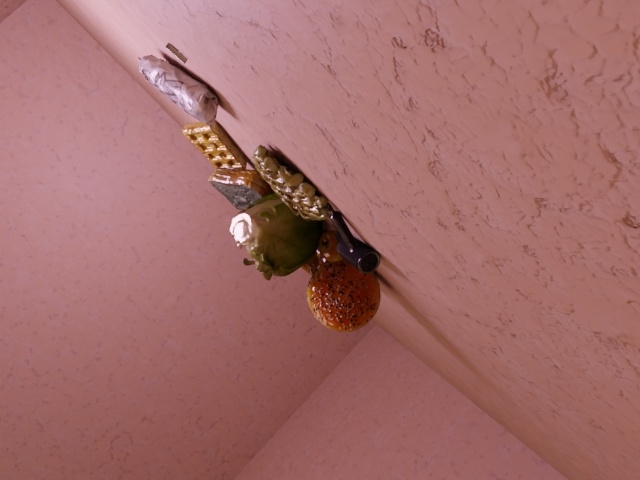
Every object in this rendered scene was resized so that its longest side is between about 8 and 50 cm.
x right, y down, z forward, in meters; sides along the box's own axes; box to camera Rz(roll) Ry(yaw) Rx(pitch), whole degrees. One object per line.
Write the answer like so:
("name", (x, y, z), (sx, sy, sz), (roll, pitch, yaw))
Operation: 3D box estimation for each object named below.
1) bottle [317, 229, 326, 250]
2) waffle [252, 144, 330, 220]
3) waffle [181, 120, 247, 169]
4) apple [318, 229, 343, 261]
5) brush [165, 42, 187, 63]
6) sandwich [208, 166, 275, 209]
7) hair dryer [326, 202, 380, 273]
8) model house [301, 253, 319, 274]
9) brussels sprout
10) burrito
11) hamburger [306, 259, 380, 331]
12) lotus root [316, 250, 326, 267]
("bottle", (-0.001, 0.000, 1.709), (0.099, 0.099, 0.152), (46, 170, -22))
("waffle", (-0.098, -0.168, 1.288), (0.317, 0.073, 0.297), (44, 174, -2))
("waffle", (-0.447, -0.401, 1.744), (0.167, 0.057, 0.274), (2, 151, 30))
("apple", (0.047, 0.021, 1.452), (0.102, 0.099, 0.114), (16, -139, -44))
("brush", (-0.402, -0.524, 1.144), (0.083, 0.016, 0.013), (43, -173, 14))
("sandwich", (-0.328, -0.221, 1.843), (0.301, 0.099, 0.271), (12, 162, 33))
("hair dryer", (0.068, -0.028, 1.255), (0.195, 0.078, 0.248), (37, 161, 55))
("model house", (-0.113, 0.017, 2.176), (0.239, 0.173, 0.268), (47, 171, -37))
("brussels sprout", (-0.156, -0.029, 1.539), (0.276, 0.315, 0.371), (53, -167, 26))
("burrito", (-0.469, -0.505, 1.325), (0.445, 0.101, 0.139), (39, 177, 30))
("hamburger", (0.086, 0.202, 1.574), (0.300, 0.300, 0.176), (43, 180, 13))
("lotus root", (0.076, 0.111, 1.789), (0.260, 0.128, 0.145), (36, 158, 20))
